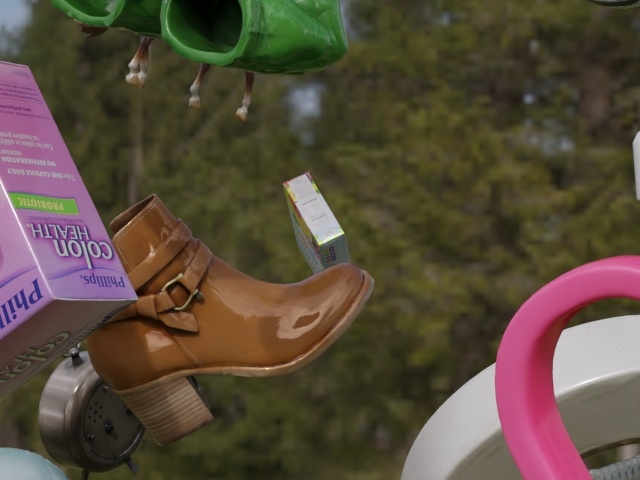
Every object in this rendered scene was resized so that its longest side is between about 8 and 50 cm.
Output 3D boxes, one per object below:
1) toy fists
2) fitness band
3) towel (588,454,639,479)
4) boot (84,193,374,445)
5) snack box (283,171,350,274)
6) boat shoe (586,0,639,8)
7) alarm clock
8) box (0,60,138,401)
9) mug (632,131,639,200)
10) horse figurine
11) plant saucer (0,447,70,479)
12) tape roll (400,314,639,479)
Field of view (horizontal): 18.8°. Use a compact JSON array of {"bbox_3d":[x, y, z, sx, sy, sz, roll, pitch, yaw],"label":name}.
[{"bbox_3d":[-0.098,-0.206,1.650,0.279,0.096,0.142,21,11,39],"label":"toy fists"},{"bbox_3d":[0.231,0.152,1.316,0.054,0.291,0.209,-17,-16,-45],"label":"fitness band"},{"bbox_3d":[0.420,0.419,2.447,0.056,0.312,0.324,-8,-2,38],"label":"towel"},{"bbox_3d":[-0.108,0.042,1.914,0.283,0.220,0.109,-31,15,-1],"label":"boot"},{"bbox_3d":[0.000,0.000,2.263,0.037,0.100,0.141,-24,-32,-7],"label":"snack box"},{"bbox_3d":[0.313,-0.341,2.453,0.228,0.080,0.076,26,37,32],"label":"boat shoe"},{"bbox_3d":[-0.248,0.172,2.107,0.064,0.192,0.129,5,34,41],"label":"alarm clock"},{"bbox_3d":[-0.309,0.002,1.653,0.213,0.243,0.117,-35,-18,25],"label":"box"},{"bbox_3d":[0.329,-0.076,1.821,0.078,0.064,0.062,-11,-3,-17],"label":"mug"},{"bbox_3d":[-0.135,-0.235,2.083,0.066,0.175,0.263,19,2,44],"label":"horse figurine"},{"bbox_3d":[-0.206,0.237,1.305,0.037,0.195,0.195,-3,-6,39],"label":"plant saucer"},{"bbox_3d":[0.268,0.226,1.810,0.392,0.072,0.392,-8,-45,-8],"label":"tape roll"}]
